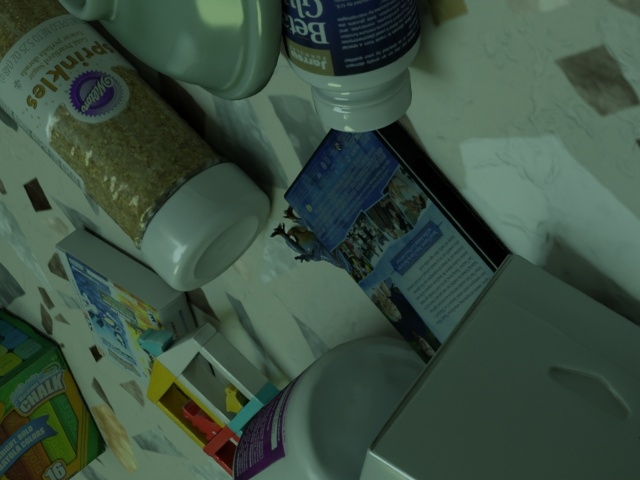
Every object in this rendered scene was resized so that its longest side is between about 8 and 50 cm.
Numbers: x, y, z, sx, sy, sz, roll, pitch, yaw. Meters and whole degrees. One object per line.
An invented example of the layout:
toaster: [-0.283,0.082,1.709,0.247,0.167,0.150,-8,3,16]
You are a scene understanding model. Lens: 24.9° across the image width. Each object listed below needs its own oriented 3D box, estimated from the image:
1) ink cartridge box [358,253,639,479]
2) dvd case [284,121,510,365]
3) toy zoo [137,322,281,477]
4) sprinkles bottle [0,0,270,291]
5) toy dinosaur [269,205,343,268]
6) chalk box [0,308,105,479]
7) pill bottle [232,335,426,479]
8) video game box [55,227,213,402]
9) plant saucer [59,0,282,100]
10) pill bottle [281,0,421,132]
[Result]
ink cartridge box: [0.148,0.190,1.044,0.198,0.197,0.270,32,148,16]
dvd case: [0.082,0.018,1.157,0.253,0.022,0.180,50,150,6]
toy zoo: [-0.086,0.201,1.593,0.293,0.030,0.192,43,147,2]
sprinkles bottle: [-0.206,-0.111,1.355,0.355,0.121,0.121,44,153,17]
toy dinosaur: [0.000,0.000,1.279,0.082,0.047,0.090,35,-177,14]
chalk box: [-0.476,0.231,2.149,0.179,0.180,0.289,25,144,43]
pill bottle: [0.014,0.206,1.344,0.169,0.169,0.301,50,154,4]
video game box: [-0.215,0.099,1.716,0.205,0.048,0.187,28,147,40]
plant saucer: [-0.164,-0.269,1.012,0.400,0.100,0.400,56,162,28]
pill bottle: [0.017,-0.159,0.967,0.094,0.094,0.169,30,146,38]
